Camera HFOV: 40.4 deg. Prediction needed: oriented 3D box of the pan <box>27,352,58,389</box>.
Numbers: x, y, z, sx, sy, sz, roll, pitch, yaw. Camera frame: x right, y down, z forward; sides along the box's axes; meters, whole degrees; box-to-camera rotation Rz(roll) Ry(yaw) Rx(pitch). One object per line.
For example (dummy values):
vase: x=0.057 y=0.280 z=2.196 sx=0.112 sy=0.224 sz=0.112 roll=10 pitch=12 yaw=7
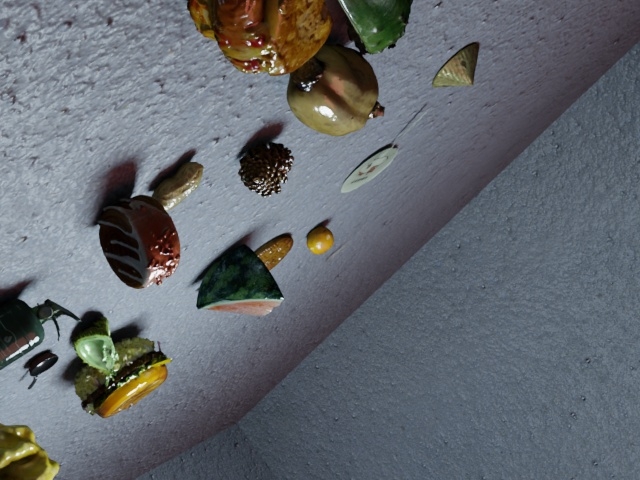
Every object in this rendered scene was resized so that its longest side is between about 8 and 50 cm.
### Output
pan: x=-0.602 y=0.275 z=1.849 sx=0.115 sy=0.023 sz=0.068 roll=-49 pitch=164 yaw=27

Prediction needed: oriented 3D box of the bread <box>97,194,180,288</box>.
bread: x=-0.307 y=0.002 z=1.467 sx=0.073 sy=0.160 sz=0.160 roll=-23 pitch=159 yaw=-40

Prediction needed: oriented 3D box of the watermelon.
watermelon: x=-0.191 y=0.143 z=2.096 sx=0.207 sy=0.202 sz=0.136 roll=-32 pitch=-154 yaw=7

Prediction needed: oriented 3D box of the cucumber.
cucumber: x=0.074 y=-0.390 z=1.321 sx=0.145 sy=0.105 sz=0.325 roll=-40 pitch=164 yaw=8

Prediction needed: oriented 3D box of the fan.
fan: x=0.169 y=-0.230 z=2.270 sx=0.190 sy=0.009 sz=0.329 roll=-20 pitch=160 yaw=-50

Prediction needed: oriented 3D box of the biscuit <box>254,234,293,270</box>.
biscuit: x=-0.147 y=0.053 z=2.322 sx=0.187 sy=0.027 sz=0.188 roll=-36 pitch=167 yaw=-10

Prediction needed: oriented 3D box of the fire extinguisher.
fire extinguisher: x=-0.568 y=0.187 z=1.480 sx=0.311 sy=0.114 sz=0.095 roll=-36 pitch=-165 yaw=-19

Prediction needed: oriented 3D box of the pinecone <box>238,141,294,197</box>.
pinecone: x=-0.098 y=-0.141 z=1.675 sx=0.109 sy=0.102 sz=0.102 roll=-37 pitch=167 yaw=-22

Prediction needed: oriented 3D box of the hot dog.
hot dog: x=-0.081 y=-0.300 z=1.122 sx=0.153 sy=0.150 sz=0.257 roll=-49 pitch=167 yaw=-3

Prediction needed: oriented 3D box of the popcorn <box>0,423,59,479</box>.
popcorn: x=-0.699 y=0.531 z=1.850 sx=0.281 sy=0.297 sz=0.316 roll=15 pitch=94 yaw=-56

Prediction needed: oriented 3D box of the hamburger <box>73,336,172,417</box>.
hamburger: x=-0.475 y=0.321 z=2.081 sx=0.243 sy=0.139 sz=0.262 roll=-31 pitch=170 yaw=-27

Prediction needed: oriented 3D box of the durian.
durian: x=-0.479 y=0.236 z=1.882 sx=0.086 sy=0.100 sz=0.215 roll=-28 pitch=154 yaw=-28

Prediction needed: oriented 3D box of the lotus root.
lotus root: x=0.019 y=-0.264 z=1.501 sx=0.257 sy=0.140 sz=0.154 roll=19 pitch=92 yaw=-66

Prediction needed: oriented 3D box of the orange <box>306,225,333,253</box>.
orange: x=0.000 y=0.000 z=2.447 sx=0.083 sy=0.070 sz=0.083 roll=-36 pitch=171 yaw=-7

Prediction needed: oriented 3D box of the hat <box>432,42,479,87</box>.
hat: x=0.343 y=-0.395 z=2.074 sx=0.146 sy=0.067 sz=0.146 roll=-37 pitch=166 yaw=-11

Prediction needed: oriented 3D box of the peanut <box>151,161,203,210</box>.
peanut: x=-0.250 y=-0.096 z=1.524 sx=0.113 sy=0.054 sz=0.054 roll=-42 pitch=166 yaw=1
